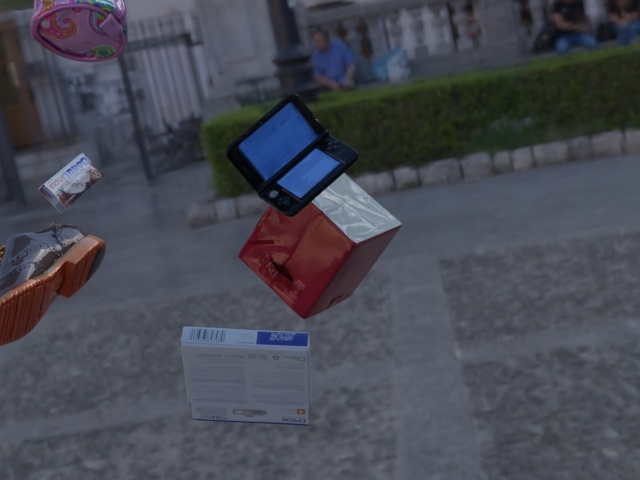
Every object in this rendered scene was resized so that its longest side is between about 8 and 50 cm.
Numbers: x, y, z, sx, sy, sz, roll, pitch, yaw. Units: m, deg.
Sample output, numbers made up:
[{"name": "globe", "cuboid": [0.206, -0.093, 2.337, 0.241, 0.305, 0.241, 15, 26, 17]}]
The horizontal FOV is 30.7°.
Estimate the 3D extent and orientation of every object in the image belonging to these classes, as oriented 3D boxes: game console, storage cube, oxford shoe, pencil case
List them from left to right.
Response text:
[{"name": "oxford shoe", "cuboid": [-0.539, 0.074, 2.079, 0.133, 0.130, 0.363, 32, 33, 11]}, {"name": "pencil case", "cuboid": [-0.286, -0.360, 1.433, 0.124, 0.284, 0.124, 0, -28, 0]}, {"name": "game console", "cuboid": [-0.034, -0.106, 1.436, 0.122, 0.071, 0.107, -42, 44, -13]}, {"name": "storage cube", "cuboid": [0.000, 0.000, 2.170, 0.215, 0.183, 0.193, -21, -30, -57]}]

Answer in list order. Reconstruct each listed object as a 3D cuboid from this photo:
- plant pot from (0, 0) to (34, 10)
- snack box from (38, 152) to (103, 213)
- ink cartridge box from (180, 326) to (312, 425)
[{"name": "plant pot", "cuboid": [-0.571, -0.574, 2.140, 0.275, 0.275, 0.293, -14, 9, -12]}, {"name": "snack box", "cuboid": [-0.485, -0.113, 2.272, 0.022, 0.064, 0.178, -39, 10, 26]}, {"name": "ink cartridge box", "cuboid": [-0.126, 0.238, 2.040, 0.223, 0.224, 0.045, 3, 46, 2]}]
